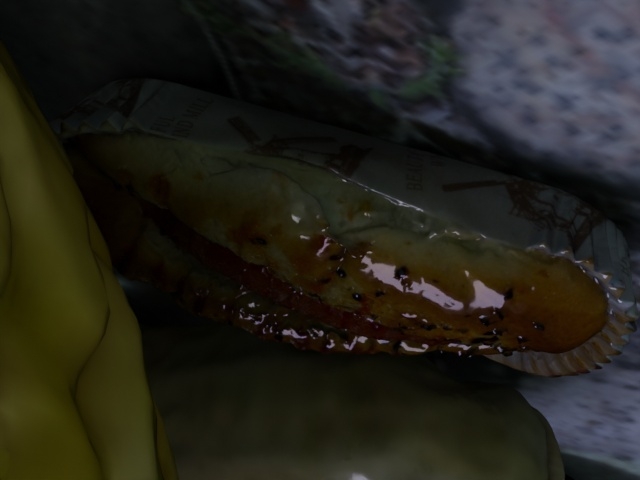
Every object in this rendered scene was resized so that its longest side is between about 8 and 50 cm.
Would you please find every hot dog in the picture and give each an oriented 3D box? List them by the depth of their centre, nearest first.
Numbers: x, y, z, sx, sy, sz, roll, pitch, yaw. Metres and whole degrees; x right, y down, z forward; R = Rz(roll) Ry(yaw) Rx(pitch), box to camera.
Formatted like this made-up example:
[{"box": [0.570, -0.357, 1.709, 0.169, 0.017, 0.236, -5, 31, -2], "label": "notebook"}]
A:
[{"box": [0.000, 0.000, 0.461, 0.192, 0.053, 0.099, 17, 152, 3], "label": "hot dog"}]

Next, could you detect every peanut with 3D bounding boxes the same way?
[{"box": [-0.041, 0.089, 0.588, 0.290, 0.130, 0.130, -3, 147, 36], "label": "peanut"}]

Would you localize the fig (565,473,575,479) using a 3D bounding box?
[{"box": [0.087, 0.191, 0.659, 0.205, 0.205, 0.205, 15, 155, 7], "label": "fig"}]

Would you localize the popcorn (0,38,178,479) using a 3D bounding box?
[{"box": [-0.200, 0.059, 0.397, 0.354, 0.344, 0.390, 23, 125, -30], "label": "popcorn"}]
